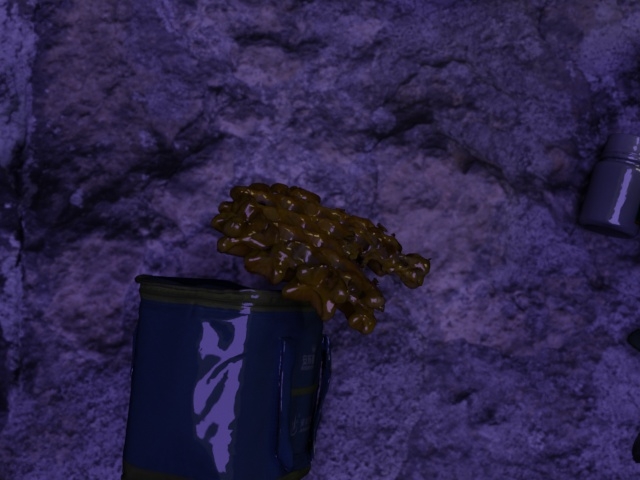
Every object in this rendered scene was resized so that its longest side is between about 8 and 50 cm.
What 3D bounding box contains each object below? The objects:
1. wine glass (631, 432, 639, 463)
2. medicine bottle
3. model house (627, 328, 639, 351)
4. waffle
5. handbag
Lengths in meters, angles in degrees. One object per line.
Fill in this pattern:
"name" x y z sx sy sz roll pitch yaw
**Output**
"wine glass" 0.523 0.319 1.062 0.198 0.066 0.066 29 87 1
"medicine bottle" 0.407 -0.074 1.076 0.080 0.080 0.131 18 87 1
"model house" 0.541 0.040 0.987 0.280 0.245 0.313 15 100 24
"waffle" 0.000 0.000 0.970 0.259 0.293 0.069 31 108 11
"handbag" -0.108 0.171 0.967 0.222 0.263 0.241 5 89 21
